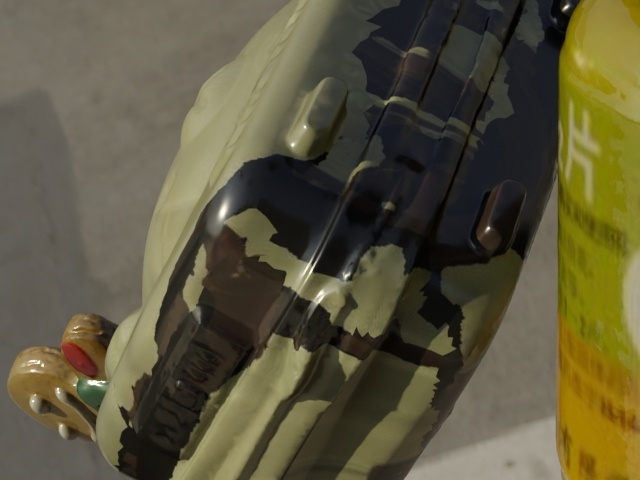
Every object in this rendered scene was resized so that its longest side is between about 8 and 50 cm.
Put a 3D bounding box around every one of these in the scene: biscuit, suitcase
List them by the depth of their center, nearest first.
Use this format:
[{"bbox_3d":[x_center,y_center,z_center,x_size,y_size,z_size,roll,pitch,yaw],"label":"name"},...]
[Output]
[{"bbox_3d":[0.000,0.000,1.099,0.194,0.339,0.351,27,45,-3],"label":"suitcase"},{"bbox_3d":[-0.127,0.129,1.549,0.302,0.197,0.049,-1,48,36],"label":"biscuit"}]

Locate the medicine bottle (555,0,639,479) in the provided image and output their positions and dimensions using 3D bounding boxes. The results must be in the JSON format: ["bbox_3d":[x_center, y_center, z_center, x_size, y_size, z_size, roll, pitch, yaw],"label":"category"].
[{"bbox_3d":[0.214,-0.049,0.852,0.224,0.384,0.224,-1,24,0],"label":"medicine bottle"}]
